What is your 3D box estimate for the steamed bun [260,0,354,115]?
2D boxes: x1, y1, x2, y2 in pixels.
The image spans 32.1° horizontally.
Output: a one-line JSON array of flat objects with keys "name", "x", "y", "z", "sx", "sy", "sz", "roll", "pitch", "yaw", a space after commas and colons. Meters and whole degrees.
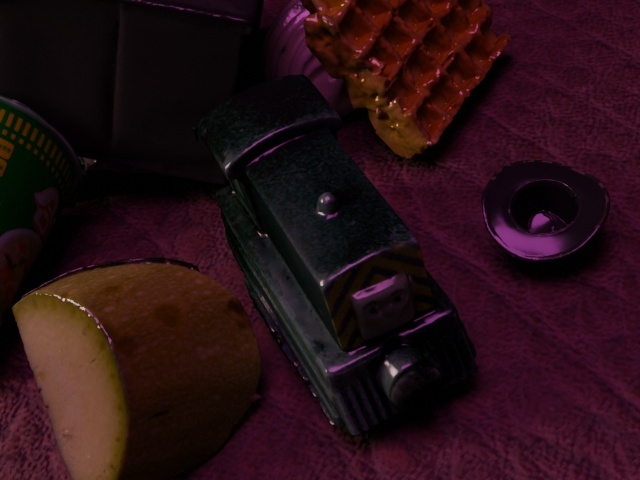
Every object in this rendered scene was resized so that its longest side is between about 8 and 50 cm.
[{"name": "steamed bun", "x": 0.018, "y": -0.220, "z": 1.218, "sx": 0.183, "sy": 0.106, "sz": 0.182, "roll": -9, "pitch": 43, "yaw": 8}]

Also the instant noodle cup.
[{"name": "instant noodle cup", "x": -0.354, "y": 0.001, "z": 1.063, "sx": 0.207, "sy": 0.207, "sz": 0.232, "roll": -4, "pitch": 50, "yaw": 16}]

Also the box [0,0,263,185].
[{"name": "box", "x": -0.186, "y": -0.252, "z": 1.178, "sx": 0.251, "sy": 0.204, "sz": 0.345, "roll": 11, "pitch": 40, "yaw": -3}]

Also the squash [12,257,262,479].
[{"name": "squash", "x": -0.135, "y": 0.093, "z": 0.885, "sx": 0.184, "sy": 0.085, "sz": 0.191, "roll": -20, "pitch": 82, "yaw": -16}]

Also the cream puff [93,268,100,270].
[{"name": "cream puff", "x": -0.188, "y": 0.078, "z": 0.981, "sx": 0.119, "sy": 0.104, "sz": 0.133, "roll": -39, "pitch": 50, "yaw": -11}]

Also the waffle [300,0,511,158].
[{"name": "waffle", "x": 0.079, "y": -0.232, "z": 1.132, "sx": 0.057, "sy": 0.219, "sz": 0.229, "roll": -24, "pitch": 25, "yaw": 53}]

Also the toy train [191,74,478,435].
[{"name": "toy train", "x": 0.000, "y": 0.000, "z": 0.939, "sx": 0.139, "sy": 0.178, "sz": 0.330, "roll": -26, "pitch": 41, "yaw": -9}]

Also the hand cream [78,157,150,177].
[{"name": "hand cream", "x": -0.206, "y": -0.085, "z": 1.199, "sx": 0.257, "sy": 0.050, "sz": 0.084, "roll": -7, "pitch": 40, "yaw": 8}]

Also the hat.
[{"name": "hat", "x": 0.199, "y": -0.021, "z": 0.984, "sx": 0.121, "sy": 0.050, "sz": 0.121, "roll": -8, "pitch": 48, "yaw": 9}]
